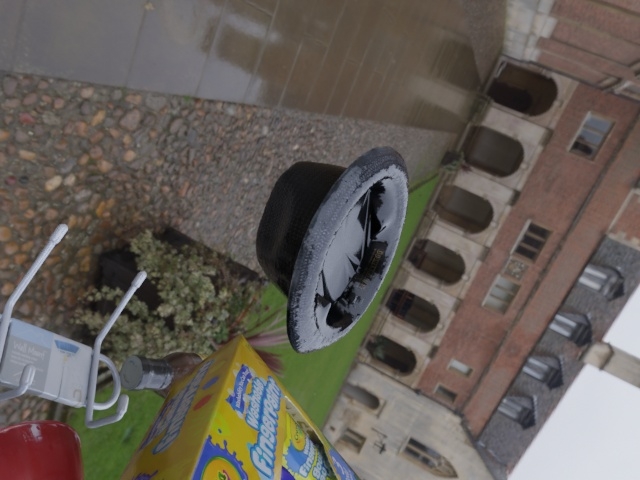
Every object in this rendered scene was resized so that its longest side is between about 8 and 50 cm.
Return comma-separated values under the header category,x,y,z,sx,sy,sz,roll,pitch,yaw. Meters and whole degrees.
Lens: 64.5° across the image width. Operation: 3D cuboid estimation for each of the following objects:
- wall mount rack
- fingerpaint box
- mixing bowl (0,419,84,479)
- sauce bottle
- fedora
category,x,y,z,sx,sy,sz,roll,pitch,yaw
wall mount rack,-0.446,0.161,0.916,0.350,0.130,0.304,48,27,-51
fingerpaint box,-0.074,0.376,0.656,0.163,0.371,0.445,-37,-172,5
mixing bowl,-0.353,0.315,0.592,0.181,0.098,0.181,-31,140,-31
sauce bottle,-0.292,0.311,1.155,0.344,0.111,0.111,25,92,-52
fedora,0.000,0.000,0.759,0.334,0.152,0.334,-44,149,-36
